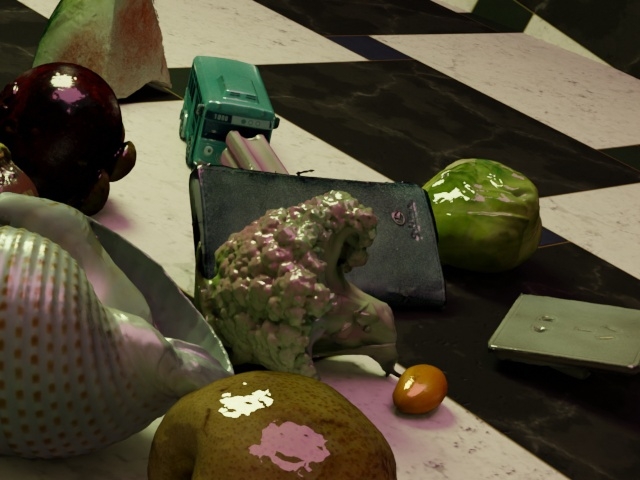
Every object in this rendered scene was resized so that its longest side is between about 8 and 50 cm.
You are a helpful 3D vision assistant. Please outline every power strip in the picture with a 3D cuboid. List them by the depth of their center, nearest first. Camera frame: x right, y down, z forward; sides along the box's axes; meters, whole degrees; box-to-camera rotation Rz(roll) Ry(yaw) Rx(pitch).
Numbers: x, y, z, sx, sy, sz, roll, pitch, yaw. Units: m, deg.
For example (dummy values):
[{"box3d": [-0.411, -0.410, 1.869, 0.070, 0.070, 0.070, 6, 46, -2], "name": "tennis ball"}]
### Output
[{"box3d": [0.342, 0.142, 2.014, 0.213, 0.064, 0.198, 8, 20, 20], "name": "power strip"}]

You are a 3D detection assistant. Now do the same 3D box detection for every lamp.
[{"box3d": [-0.429, -0.059, 1.894, 0.156, 0.134, 0.157, -8, 33, -44], "name": "lamp"}]

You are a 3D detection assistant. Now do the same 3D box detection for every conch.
[{"box3d": [-0.262, 0.106, 1.518, 0.319, 0.215, 0.303, 37, 20, -12], "name": "conch"}]

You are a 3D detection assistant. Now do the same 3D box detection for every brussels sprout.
[{"box3d": [0.228, -0.033, 2.254, 0.223, 0.161, 0.223, -8, 19, 3], "name": "brussels sprout"}]

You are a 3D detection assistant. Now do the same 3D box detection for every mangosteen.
[{"box3d": [-0.355, -0.144, 2.078, 0.210, 0.209, 0.210, 13, 22, -5], "name": "mangosteen"}]

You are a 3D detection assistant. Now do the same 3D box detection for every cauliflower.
[{"box3d": [-0.006, 0.079, 1.808, 0.315, 0.238, 0.256, 25, -24, -25], "name": "cauliflower"}]

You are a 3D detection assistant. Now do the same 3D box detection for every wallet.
[{"box3d": [0.000, 0.000, 2.018, 0.379, 0.190, 0.046, 2, -18, -32], "name": "wallet"}]

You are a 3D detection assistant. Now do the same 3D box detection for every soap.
[{"box3d": [-0.094, -0.063, 2.144, 0.066, 0.122, 0.203, 7, 24, -22], "name": "soap"}]

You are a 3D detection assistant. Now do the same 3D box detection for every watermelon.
[{"box3d": [-0.368, -0.347, 2.588, 0.310, 0.231, 0.193, -25, 0, 35], "name": "watermelon"}]

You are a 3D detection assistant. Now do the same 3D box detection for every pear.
[{"box3d": [-0.040, 0.221, 1.401, 0.211, 0.188, 0.228, 0, 25, -27], "name": "pear"}]

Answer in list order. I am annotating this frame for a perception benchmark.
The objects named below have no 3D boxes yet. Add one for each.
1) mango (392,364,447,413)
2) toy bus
[{"box3d": [0.117, 0.180, 1.804, 0.060, 0.046, 0.089, 31, 37, 25], "name": "mango"}, {"box3d": [-0.148, -0.195, 2.396, 0.128, 0.147, 0.256, 8, 22, -13], "name": "toy bus"}]
